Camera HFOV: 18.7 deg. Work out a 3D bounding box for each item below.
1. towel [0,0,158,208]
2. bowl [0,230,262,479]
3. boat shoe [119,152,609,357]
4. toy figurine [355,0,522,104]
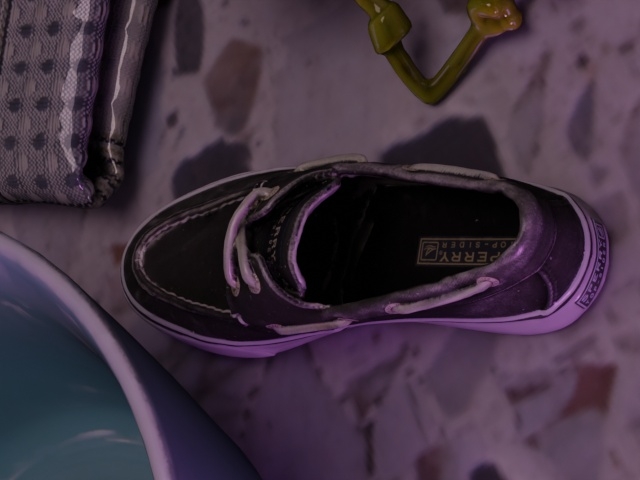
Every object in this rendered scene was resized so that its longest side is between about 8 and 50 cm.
[{"bbox_3d":[-0.188,-0.175,0.957,0.312,0.056,0.324,2,81,38],"label":"towel"},{"bbox_3d":[-0.127,0.157,0.743,0.311,0.163,0.311,-11,71,33],"label":"bowl"},{"bbox_3d":[0.000,0.000,0.755,0.219,0.070,0.077,-5,74,34],"label":"boat shoe"},{"bbox_3d":[0.082,-0.261,0.752,0.362,0.191,0.217,-53,13,36],"label":"toy figurine"}]
